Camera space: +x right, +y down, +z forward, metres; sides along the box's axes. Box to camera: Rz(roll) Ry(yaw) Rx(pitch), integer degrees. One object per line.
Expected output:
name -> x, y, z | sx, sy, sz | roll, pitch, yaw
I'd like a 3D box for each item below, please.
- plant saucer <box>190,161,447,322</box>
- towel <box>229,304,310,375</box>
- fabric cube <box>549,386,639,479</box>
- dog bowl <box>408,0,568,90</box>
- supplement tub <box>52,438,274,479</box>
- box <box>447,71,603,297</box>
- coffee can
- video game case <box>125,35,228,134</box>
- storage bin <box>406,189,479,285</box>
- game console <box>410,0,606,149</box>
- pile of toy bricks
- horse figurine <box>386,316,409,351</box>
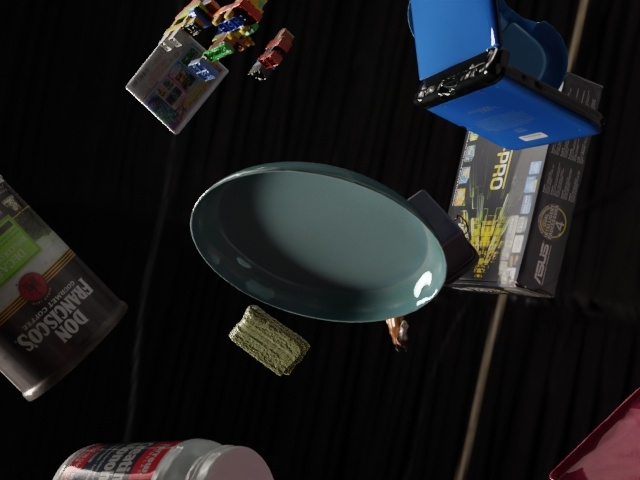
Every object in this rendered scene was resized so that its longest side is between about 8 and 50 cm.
plant saucer -> 0.000, 0.000, 1.309 | 0.317, 0.044, 0.318 | 10, 147, 7
towel -> -0.101, 0.199, 2.121 | 0.148, 0.110, 0.027 | 35, -144, -3
fabric cube -> 0.455, 0.302, 1.139 | 0.258, 0.254, 0.259 | 54, 172, -33
dog bowl -> 0.284, -0.341, 1.837 | 0.297, 0.166, 0.074 | 41, -177, 5
supplement tub -> -0.213, 0.364, 1.432 | 0.272, 0.191, 0.191 | -10, 165, 32
box -> 0.359, -0.095, 1.998 | 0.097, 0.395, 0.318 | 17, 175, -22
coffee can -> -0.451, 0.070, 1.579 | 0.275, 0.201, 0.201 | 47, 168, -10
video game case -> -0.271, -0.304, 2.019 | 0.143, 0.157, 0.019 | 43, -172, 16
storage bin -> 0.182, -0.014, 1.673 | 0.135, 0.098, 0.091 | 51, 173, 32
game console -> 0.237, -0.253, 1.417 | 0.250, 0.173, 0.293 | 25, 175, -12
pile of toy bricks -> -0.102, -0.274, 1.350 | 0.118, 0.105, 0.212 | 41, 158, -25
horse figurine -> 0.110, 0.069, 2.029 | 0.066, 0.175, 0.263 | -13, -147, -31
